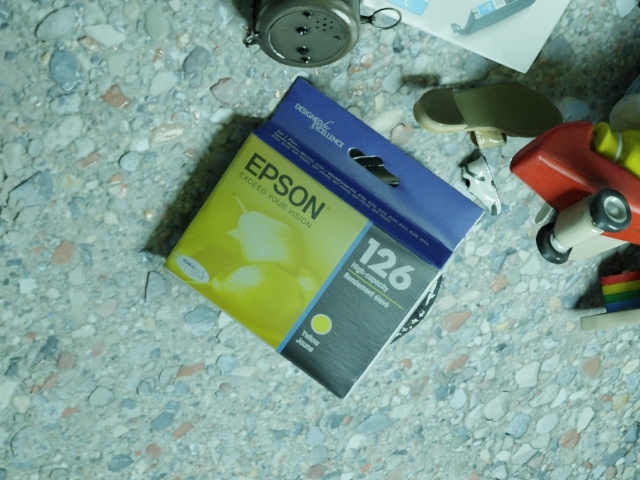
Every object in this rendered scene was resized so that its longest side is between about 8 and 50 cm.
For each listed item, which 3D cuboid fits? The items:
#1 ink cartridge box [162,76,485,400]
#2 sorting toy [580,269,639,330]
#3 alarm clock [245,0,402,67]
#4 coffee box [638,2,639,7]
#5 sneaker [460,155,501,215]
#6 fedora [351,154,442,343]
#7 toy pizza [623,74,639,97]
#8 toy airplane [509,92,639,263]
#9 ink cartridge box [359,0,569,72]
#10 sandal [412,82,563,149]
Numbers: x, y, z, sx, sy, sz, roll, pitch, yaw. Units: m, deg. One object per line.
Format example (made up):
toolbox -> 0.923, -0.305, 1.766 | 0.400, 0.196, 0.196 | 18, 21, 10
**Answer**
ink cartridge box -> 0.000, 0.000, 1.475 | 0.304, 0.072, 0.307 | 36, 108, 6
sorting toy -> 0.598, 0.075, 1.869 | 0.256, 0.257, 0.089 | -8, 85, -31
alarm clock -> 0.003, -0.264, 1.373 | 0.192, 0.064, 0.129 | -3, 148, -3
coffee box -> 0.585, -0.397, 1.610 | 0.141, 0.098, 0.246 | 18, 111, -35
sneaker -> 0.239, -0.078, 1.691 | 0.044, 0.040, 0.109 | -22, 127, 8
fedora -> 0.063, 0.049, 1.603 | 0.334, 0.152, 0.334 | -14, 126, -19
toy pizza -> 0.532, -0.204, 1.759 | 0.201, 0.032, 0.201 | -14, 126, -20
toy airplane -> 0.486, -0.084, 1.623 | 0.386, 0.272, 0.384 | -8, 154, 18
ink cartridge box -> 0.210, -0.378, 1.447 | 0.296, 0.066, 0.261 | 14, 114, -34
sandal -> 0.222, -0.167, 1.605 | 0.240, 0.088, 0.079 | -2, 155, -29
